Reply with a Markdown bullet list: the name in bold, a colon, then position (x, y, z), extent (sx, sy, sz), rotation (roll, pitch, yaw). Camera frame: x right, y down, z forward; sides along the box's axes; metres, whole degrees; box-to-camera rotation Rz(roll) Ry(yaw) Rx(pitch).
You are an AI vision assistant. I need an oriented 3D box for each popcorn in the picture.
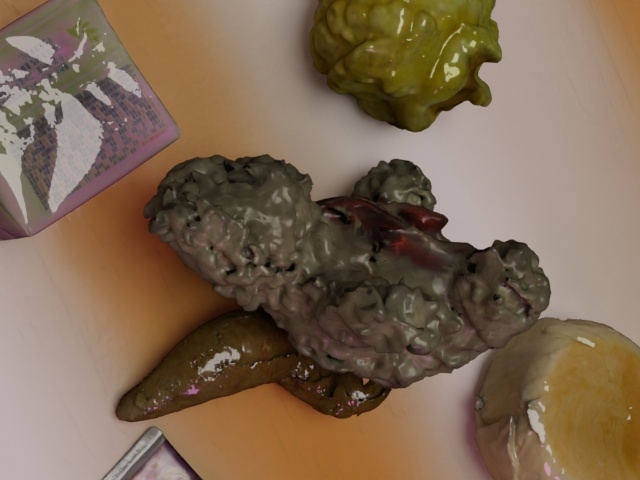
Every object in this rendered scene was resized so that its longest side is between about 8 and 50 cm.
- **popcorn**: position (0.101, -0.248, 1.519), extent (0.256, 0.195, 0.255), rotation (-36, 110, -46)

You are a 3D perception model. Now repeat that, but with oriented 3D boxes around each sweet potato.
- **sweet potato**: position (-0.064, 0.133, 1.444), extent (0.310, 0.098, 0.124), rotation (2, 92, -26)

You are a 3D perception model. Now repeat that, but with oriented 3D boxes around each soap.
- **soap**: position (-0.273, -0.123, 1.320), extent (0.199, 0.138, 0.182), rotation (-38, 103, -26)

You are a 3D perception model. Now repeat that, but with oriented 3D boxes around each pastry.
- **pastry**: position (0.309, 0.214, 1.625), extent (0.264, 0.133, 0.265), rotation (4, 83, -30)

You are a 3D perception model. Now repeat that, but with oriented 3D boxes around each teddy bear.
- **teddy bear**: position (0.000, 0.000, 1.366), extent (0.367, 0.357, 0.224), rotation (27, 100, -30)

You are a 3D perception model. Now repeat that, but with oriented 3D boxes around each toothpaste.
- **toothpaste**: position (-0.119, 0.323, 1.424), extent (0.266, 0.061, 0.096), rotation (48, 66, -11)
